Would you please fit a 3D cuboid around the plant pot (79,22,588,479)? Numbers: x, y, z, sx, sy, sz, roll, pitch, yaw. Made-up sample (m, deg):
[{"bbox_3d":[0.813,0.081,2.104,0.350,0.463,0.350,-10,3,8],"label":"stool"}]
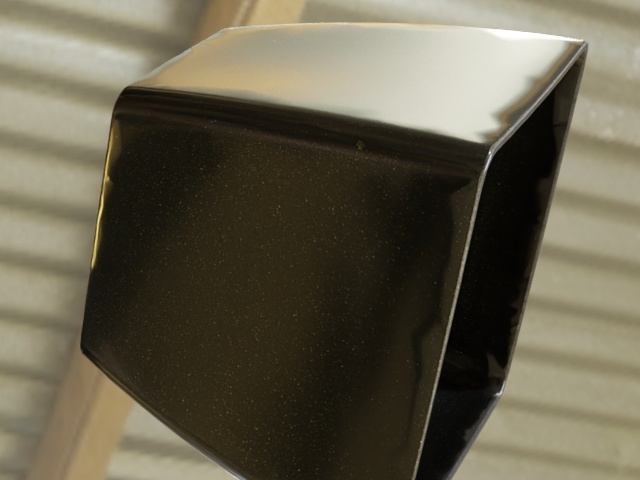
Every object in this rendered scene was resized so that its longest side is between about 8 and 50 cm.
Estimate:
[{"bbox_3d":[0.000,0.000,0.802,0.167,0.188,0.187,17,-66,13],"label":"plant pot"}]
